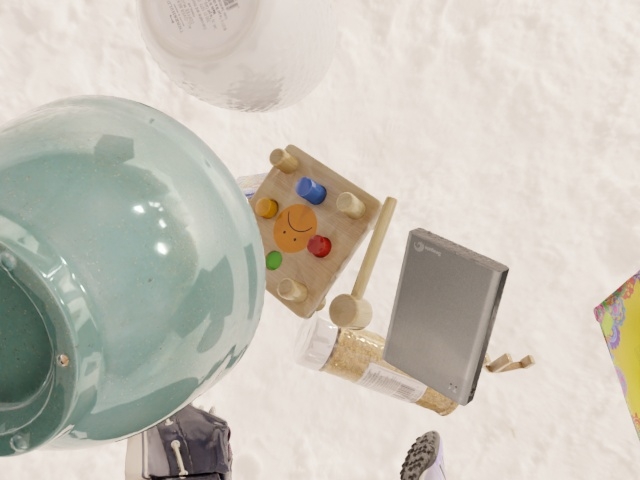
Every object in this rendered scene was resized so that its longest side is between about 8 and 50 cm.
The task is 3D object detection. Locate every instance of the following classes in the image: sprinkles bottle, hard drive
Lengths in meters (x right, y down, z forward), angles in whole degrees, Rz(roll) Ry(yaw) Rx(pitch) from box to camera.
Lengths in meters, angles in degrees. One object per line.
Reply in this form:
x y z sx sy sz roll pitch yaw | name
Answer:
0.123 0.254 1.593 0.355 0.121 0.121 22 89 -15 | sprinkles bottle
0.108 0.067 0.684 0.094 0.022 0.135 27 119 34 | hard drive

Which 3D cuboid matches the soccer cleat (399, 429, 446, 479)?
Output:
0.248 0.578 1.749 0.116 0.318 0.108 38 126 -16 | soccer cleat

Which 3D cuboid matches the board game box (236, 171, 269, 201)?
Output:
-0.145 -0.117 1.769 0.136 0.201 0.035 -8 107 12 | board game box

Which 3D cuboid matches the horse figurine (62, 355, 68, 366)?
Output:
-0.452 0.204 1.301 0.263 0.174 0.066 43 123 16 | horse figurine

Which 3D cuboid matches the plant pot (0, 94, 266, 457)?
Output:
-0.214 0.044 0.601 0.293 0.196 0.293 5 107 15 | plant pot

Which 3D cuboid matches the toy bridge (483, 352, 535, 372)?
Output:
0.419 0.288 1.800 0.188 0.063 0.026 9 51 -38 | toy bridge

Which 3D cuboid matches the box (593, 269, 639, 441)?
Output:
0.445 0.145 0.676 0.279 0.177 0.290 -6 64 -12 | box

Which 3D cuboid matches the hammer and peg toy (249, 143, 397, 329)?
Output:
0.000 0.000 1.400 0.361 0.127 0.266 35 93 33 | hammer and peg toy

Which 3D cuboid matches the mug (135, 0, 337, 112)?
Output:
-0.138 -0.383 1.152 0.276 0.328 0.374 -9 96 10 | mug

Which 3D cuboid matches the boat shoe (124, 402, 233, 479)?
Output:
-0.226 0.299 1.241 0.158 0.340 0.127 -10 122 -8 | boat shoe
